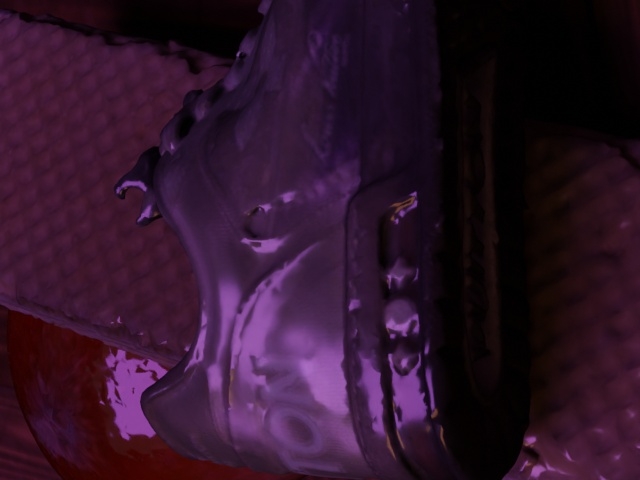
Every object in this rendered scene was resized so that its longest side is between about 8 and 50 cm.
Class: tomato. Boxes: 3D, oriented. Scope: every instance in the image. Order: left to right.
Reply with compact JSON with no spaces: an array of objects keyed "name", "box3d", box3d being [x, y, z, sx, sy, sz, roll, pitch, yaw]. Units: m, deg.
[{"name":"tomato","box3d":[-0.093,0.054,0.937,0.199,0.112,0.228,57,138,9]}]

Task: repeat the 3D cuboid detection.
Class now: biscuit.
[{"name":"biscuit","box3d":[0.000,0.000,0.768,0.426,0.078,0.144,17,82,37]}]

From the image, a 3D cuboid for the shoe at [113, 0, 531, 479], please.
[{"name":"shoe","box3d":[-0.008,-0.053,0.672,0.149,0.109,0.293,-9,71,25]}]
